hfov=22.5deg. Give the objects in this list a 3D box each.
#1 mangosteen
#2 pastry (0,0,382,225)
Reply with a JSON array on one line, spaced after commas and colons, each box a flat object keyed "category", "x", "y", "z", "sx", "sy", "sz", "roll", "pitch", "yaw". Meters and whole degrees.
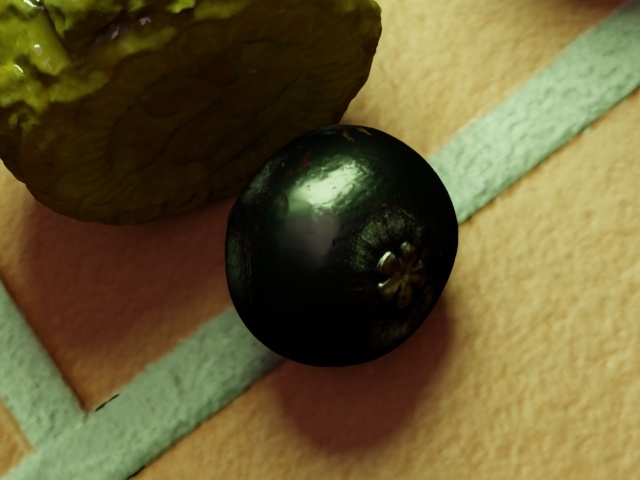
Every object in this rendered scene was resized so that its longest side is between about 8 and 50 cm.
[{"category": "mangosteen", "x": 0.000, "y": 0.000, "z": 0.906, "sx": 0.151, "sy": 0.137, "sz": 0.137, "roll": 19, "pitch": 77, "yaw": 54}, {"category": "pastry", "x": -0.094, "y": -0.117, "z": 0.899, "sx": 0.240, "sy": 0.235, "sz": 0.132, "roll": -27, "pitch": 65, "yaw": -6}]
